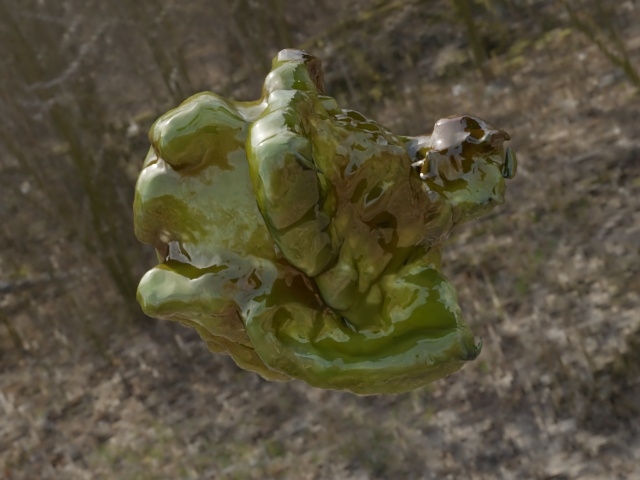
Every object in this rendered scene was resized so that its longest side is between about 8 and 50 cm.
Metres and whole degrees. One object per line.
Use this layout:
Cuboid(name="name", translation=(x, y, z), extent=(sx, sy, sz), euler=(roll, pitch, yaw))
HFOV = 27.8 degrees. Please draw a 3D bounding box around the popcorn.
Cuboid(name="popcorn", translation=(-0.008, 0.005, 1.077), extent=(0.290, 0.326, 0.321), euler=(-48, -15, 31))
